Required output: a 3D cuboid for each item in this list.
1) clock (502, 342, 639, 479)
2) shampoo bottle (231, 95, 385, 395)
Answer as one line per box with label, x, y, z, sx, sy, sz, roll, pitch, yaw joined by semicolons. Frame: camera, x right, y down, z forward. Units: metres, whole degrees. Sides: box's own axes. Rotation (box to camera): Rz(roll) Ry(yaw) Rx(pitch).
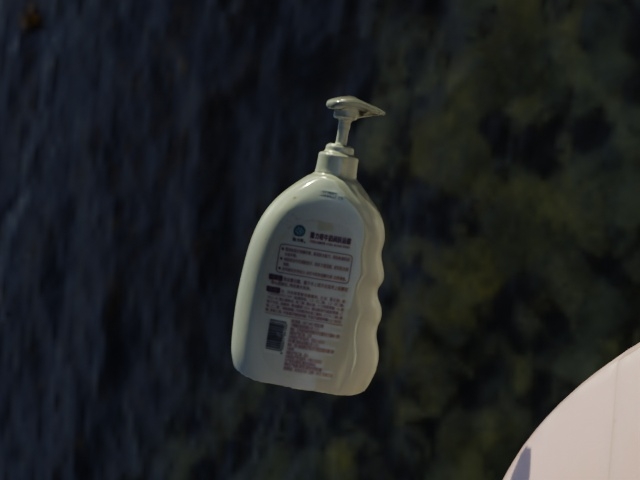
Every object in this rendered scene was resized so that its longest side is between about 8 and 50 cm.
clock;0.255;0.223;0.815;0.250;0.377;0.368;-38;25;38
shampoo bottle;0.000;0.000;0.867;0.045;0.077;0.151;-74;-7;-86
